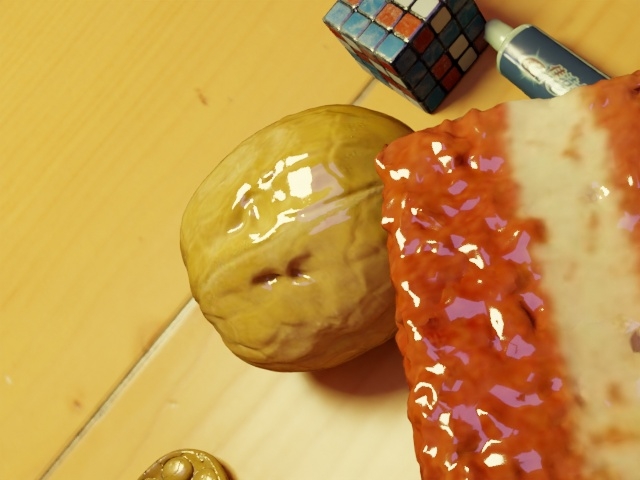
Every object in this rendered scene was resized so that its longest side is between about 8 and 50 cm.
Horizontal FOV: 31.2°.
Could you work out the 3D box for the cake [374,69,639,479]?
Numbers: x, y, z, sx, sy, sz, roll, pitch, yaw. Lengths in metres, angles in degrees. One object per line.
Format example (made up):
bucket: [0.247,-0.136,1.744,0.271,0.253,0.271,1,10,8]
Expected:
cake: [0.216,0.072,0.665,0.320,0.269,0.270,-12,58,11]

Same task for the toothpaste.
toothpaste: [0.222,-0.099,0.901,0.069,0.047,0.268,-40,59,-9]

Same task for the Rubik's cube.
Rubik's cube: [0.077,-0.182,0.983,0.092,0.092,0.092,-50,55,1]

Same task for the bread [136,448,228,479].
bread: [-0.117,0.225,0.944,0.110,0.024,0.110,-12,62,23]

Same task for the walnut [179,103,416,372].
walnut: [0.000,0.000,0.895,0.226,0.193,0.193,-40,55,19]
